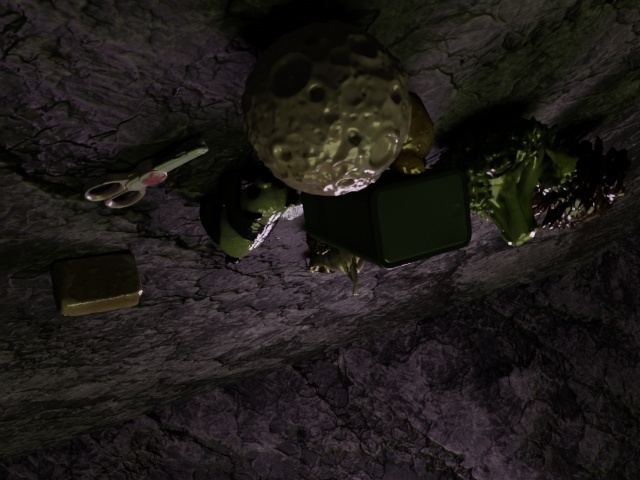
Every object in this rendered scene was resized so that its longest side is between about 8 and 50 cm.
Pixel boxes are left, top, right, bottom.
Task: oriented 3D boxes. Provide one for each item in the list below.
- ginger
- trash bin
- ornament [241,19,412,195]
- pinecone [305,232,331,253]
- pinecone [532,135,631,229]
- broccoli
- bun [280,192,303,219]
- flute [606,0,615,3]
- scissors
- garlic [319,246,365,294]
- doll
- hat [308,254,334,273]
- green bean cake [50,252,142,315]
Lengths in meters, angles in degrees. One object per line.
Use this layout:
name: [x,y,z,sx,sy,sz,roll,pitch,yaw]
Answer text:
ginger: [0.153,-0.208,1.217,0.102,0.157,0.216,-6,140,39]
trash bin: [0.122,-0.069,1.368,0.222,0.158,0.343,-14,-165,-23]
ornament: [0.007,-0.196,0.968,0.259,0.260,0.225,-28,154,17]
pinecone: [0.000,0.000,1.750,0.077,0.077,0.083,-26,166,13]
pinecone: [0.697,-0.161,1.816,0.295,0.242,0.298,-11,161,-4]
broccoli: [0.423,-0.124,1.556,0.293,0.281,0.348,-18,160,-13]
bun: [-0.069,-0.081,1.505,0.083,0.045,0.083,-22,161,-8]
flute: [0.645,-0.486,1.227,0.232,0.027,0.027,-18,160,-12]
scissors: [-0.306,-0.122,1.169,0.242,0.031,0.118,-25,161,15]
garlic: [0.077,0.060,1.831,0.131,0.194,0.127,-14,169,-35]
doll: [-0.149,-0.060,1.354,0.143,0.135,0.234,-5,151,-44]
hat: [0.004,0.065,1.949,0.076,0.059,0.077,-10,158,15]
green bean cake: [-0.492,0.097,1.429,0.179,0.109,0.085,-9,158,-32]
